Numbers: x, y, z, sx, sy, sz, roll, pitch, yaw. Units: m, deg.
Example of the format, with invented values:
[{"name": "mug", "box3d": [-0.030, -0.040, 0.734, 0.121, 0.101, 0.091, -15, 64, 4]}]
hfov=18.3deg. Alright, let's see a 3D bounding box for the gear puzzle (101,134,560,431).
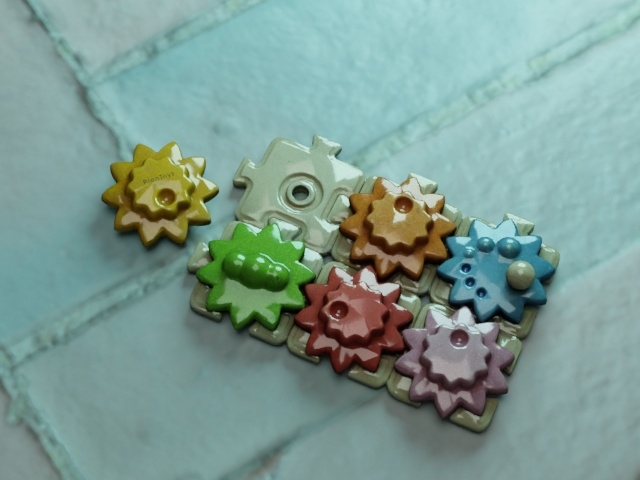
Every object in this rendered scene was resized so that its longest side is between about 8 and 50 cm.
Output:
[{"name": "gear puzzle", "box3d": [0.000, 0.000, 1.457, 0.339, 0.044, 0.175, 23, 66, 9]}]
